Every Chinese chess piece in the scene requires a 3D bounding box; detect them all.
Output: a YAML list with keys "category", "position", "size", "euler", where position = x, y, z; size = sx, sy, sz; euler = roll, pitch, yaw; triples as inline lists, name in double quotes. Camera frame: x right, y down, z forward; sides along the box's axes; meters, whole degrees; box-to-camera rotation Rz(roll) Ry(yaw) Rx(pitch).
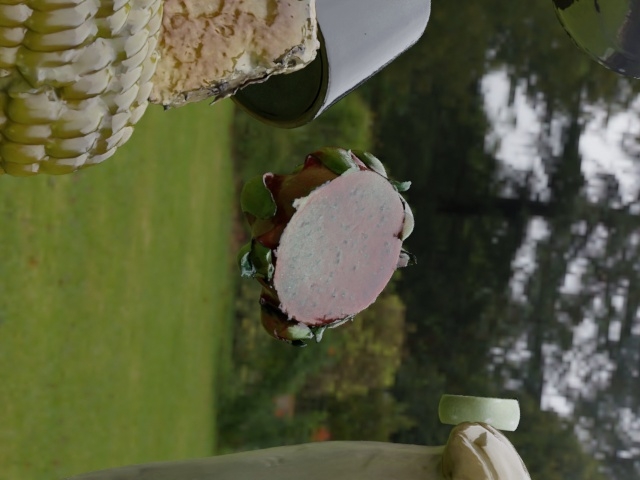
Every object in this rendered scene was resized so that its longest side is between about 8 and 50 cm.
- category: "Chinese chess piece"
  position: [0.164, 0.176, 1.413]
  size: [0.084, 0.084, 0.034]
  euler: [68, 27, -83]

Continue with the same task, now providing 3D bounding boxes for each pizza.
- category: "pizza"
  position: [-0.103, -0.148, 0.875]
  size: [0.147, 0.226, 0.069]
  euler: [62, -17, 5]

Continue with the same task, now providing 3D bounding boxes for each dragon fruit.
- category: "dragon fruit"
  position: [0.000, 0.000, 0.948]
  size: [0.138, 0.142, 0.175]
  euler: [-57, -158, 5]

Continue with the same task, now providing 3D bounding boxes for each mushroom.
- category: "mushroom"
  position: [-0.029, 0.230, 1.068]
  size: [0.137, 0.407, 0.154]
  euler: [-72, 145, -46]

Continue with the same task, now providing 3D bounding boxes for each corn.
- category: "corn"
  position: [-0.105, -0.156, 0.439]
  size: [0.363, 0.120, 0.120]
  euler: [100, -2, -53]

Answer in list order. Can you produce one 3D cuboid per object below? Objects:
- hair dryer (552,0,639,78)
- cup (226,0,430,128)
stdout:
- category: "hair dryer"
  position: [0.298, -0.131, 0.687]
  size: [0.301, 0.361, 0.121]
  euler: [-32, 128, -80]
- category: "cup"
  position: [0.007, -0.244, 1.307]
  size: [0.177, 0.166, 0.239]
  euler: [-34, 149, -39]
